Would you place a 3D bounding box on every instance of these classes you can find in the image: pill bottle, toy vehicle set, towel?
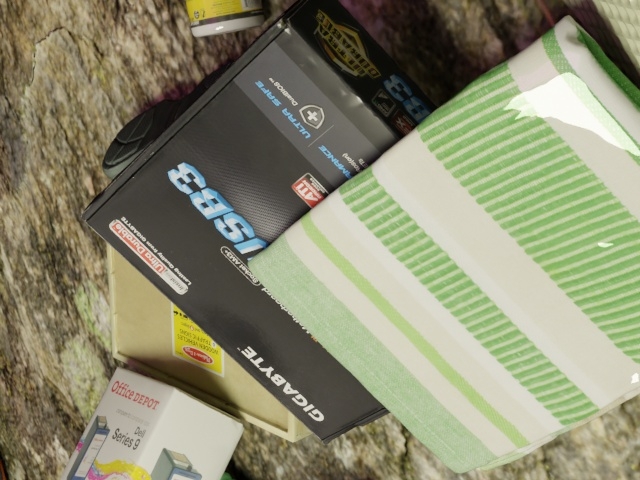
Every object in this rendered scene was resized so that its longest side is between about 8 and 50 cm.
[{"bbox_3d":[-0.089,-0.236,0.996,0.065,0.065,0.116,-1,103,43],"label":"pill bottle"},{"bbox_3d":[-0.111,0.075,1.145,0.267,0.035,0.166,18,116,38],"label":"toy vehicle set"},{"bbox_3d":[0.128,0.026,0.793,0.248,0.038,0.325,45,133,-7],"label":"towel"}]

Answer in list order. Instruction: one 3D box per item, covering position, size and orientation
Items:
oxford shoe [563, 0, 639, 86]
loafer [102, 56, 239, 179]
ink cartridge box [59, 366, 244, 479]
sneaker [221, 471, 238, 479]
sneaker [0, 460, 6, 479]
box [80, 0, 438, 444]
[{"bbox_3d":[0.157,-0.261,0.724,0.130,0.169,0.449,-35,67,3],"label":"oxford shoe"},{"bbox_3d":[-0.091,-0.095,1.049,0.084,0.096,0.267,39,146,-29],"label":"loafer"},{"bbox_3d":[-0.183,0.242,1.134,0.154,0.093,0.212,6,65,59],"label":"ink cartridge box"},{"bbox_3d":[-0.109,0.291,1.156,0.410,0.158,0.182,-33,68,40],"label":"sneaker"},{"bbox_3d":[-0.465,0.214,1.464,0.180,0.124,0.321,-38,77,45],"label":"sneaker"},{"bbox_3d":[0.000,0.000,0.912,0.295,0.073,0.293,46,132,-10],"label":"box"}]
